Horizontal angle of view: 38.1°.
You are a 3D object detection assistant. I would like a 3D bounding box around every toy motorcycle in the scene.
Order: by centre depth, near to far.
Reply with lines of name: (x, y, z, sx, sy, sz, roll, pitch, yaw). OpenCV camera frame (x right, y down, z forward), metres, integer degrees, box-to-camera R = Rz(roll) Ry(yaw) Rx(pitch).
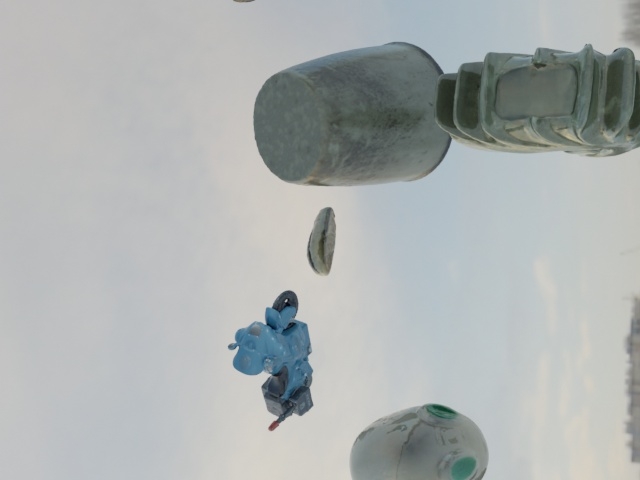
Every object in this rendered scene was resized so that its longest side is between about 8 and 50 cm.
toy motorcycle: (-0.084, 0.240, 1.812, 0.182, 0.124, 0.272, -40, -47, -37)

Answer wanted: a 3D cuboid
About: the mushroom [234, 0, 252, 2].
mushroom: (-0.112, -0.533, 1.594, 0.189, 0.254, 0.195, -70, -8, -45)

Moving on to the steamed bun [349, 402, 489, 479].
steamed bun: (0.159, 0.349, 1.496, 0.130, 0.228, 0.177, 84, 175, -57)

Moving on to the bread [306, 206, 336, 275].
bread: (0.001, 0.000, 2.013, 0.214, 0.053, 0.073, -80, -22, -53)

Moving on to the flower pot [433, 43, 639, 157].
flower pot: (0.376, -0.228, 1.596, 0.254, 0.368, 0.164, 15, -102, -62)

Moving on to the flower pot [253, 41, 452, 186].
flower pot: (0.052, -0.238, 1.849, 0.330, 0.294, 0.293, -15, -73, -39)
